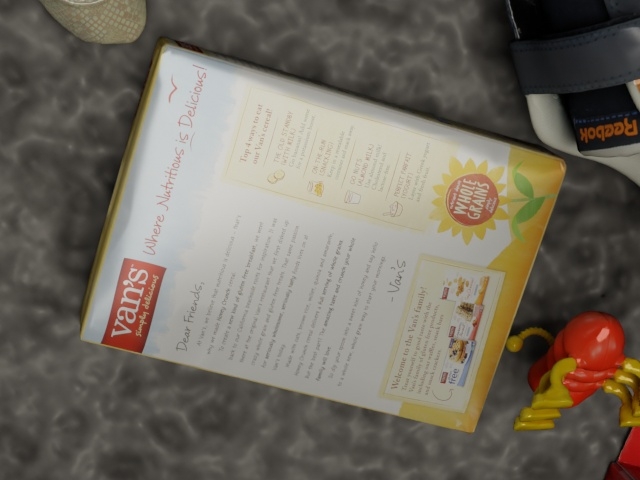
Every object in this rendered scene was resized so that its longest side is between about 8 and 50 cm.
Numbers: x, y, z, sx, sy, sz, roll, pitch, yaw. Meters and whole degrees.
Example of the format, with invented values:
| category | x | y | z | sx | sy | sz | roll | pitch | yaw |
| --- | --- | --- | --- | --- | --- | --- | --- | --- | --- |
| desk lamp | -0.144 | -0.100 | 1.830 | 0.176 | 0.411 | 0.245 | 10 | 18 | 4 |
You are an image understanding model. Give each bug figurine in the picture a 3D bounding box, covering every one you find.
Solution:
| category | x | y | z | sx | sy | sz | roll | pitch | yaw |
| --- | --- | --- | --- | --- | --- | --- | --- | --- | --- |
| bug figurine | 0.251 | 0.050 | 0.783 | 0.279 | 0.216 | 0.072 | 2 | 62 | -16 |

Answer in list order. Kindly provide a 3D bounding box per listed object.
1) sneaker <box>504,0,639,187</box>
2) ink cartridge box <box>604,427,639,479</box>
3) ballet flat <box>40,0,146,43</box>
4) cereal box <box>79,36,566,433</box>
| category | x | y | z | sx | sy | sz | roll | pitch | yaw |
| --- | --- | --- | --- | --- | --- | --- | --- | --- | --- |
| sneaker | 0.157 | -0.127 | 0.731 | 0.127 | 0.126 | 0.321 | -48 | 110 | -19 |
| ink cartridge box | 0.231 | 0.228 | 0.882 | 0.134 | 0.078 | 0.231 | 15 | 102 | -13 |
| ballet flat | -0.142 | -0.171 | 0.721 | 0.057 | 0.052 | 0.168 | -29 | 108 | -1 |
| cereal box | 0.000 | 0.000 | 0.795 | 0.240 | 0.047 | 0.173 | 16 | 102 | -13 |
